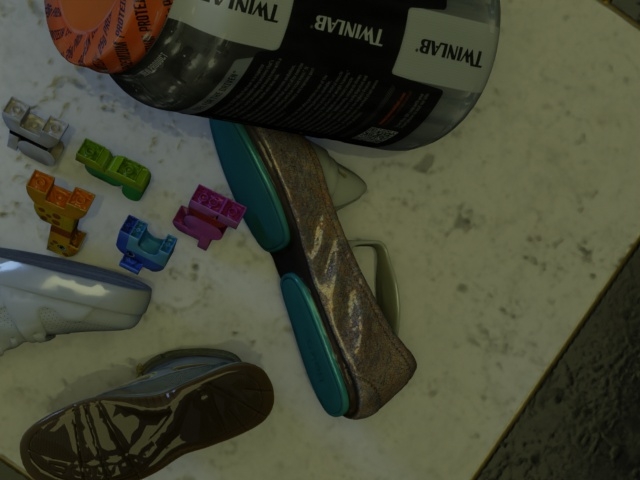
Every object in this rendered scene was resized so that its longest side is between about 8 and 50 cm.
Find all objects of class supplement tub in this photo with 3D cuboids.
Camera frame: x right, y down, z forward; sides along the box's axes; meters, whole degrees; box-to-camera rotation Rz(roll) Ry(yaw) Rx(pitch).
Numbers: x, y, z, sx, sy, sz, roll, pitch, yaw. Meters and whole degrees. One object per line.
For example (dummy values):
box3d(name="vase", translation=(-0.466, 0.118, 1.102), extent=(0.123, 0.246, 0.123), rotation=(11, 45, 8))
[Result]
box3d(name="supplement tub", translation=(-0.038, -0.193, 1.551), extent=(0.338, 0.207, 0.207), rotation=(7, 90, -37))

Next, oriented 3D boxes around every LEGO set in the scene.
box3d(name="LEGO set", translation=(-0.192, -0.024, 1.678), extent=(0.227, 0.093, 0.087), rotation=(26, 58, 1))

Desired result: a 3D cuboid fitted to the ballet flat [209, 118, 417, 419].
box3d(name="ballet flat", translation=(0.000, 0.000, 1.687), extent=(0.106, 0.107, 0.316), rotation=(-24, 98, -23))

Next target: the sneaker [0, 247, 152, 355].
box3d(name="sneaker", translation=(-0.297, 0.090, 1.661), extent=(0.292, 0.108, 0.169), rotation=(8, 92, 6))

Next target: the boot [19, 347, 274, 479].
box3d(name="boot", translation=(-0.154, 0.147, 1.634), extent=(0.213, 0.165, 0.077), rotation=(-18, 98, -9))
